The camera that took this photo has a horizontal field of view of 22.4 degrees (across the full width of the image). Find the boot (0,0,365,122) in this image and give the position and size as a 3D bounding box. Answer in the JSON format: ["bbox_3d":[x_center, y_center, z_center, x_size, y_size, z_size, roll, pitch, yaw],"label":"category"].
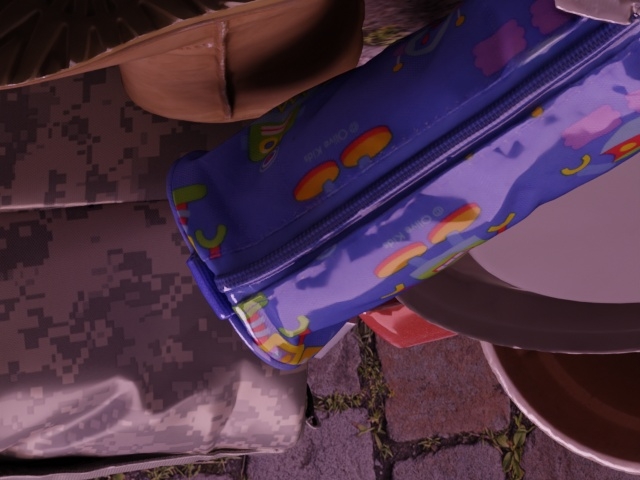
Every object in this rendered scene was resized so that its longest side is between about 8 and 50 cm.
[{"bbox_3d":[-0.088,-0.097,0.744,0.236,0.089,0.269,-6,176,-2],"label":"boot"}]

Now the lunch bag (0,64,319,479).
[{"bbox_3d":[-0.157,0.018,0.956,0.305,0.256,0.212,-4,174,-21],"label":"lunch bag"}]

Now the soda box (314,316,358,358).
[{"bbox_3d":[-0.111,0.021,1.402,0.286,0.091,0.098,13,154,-16],"label":"soda box"}]

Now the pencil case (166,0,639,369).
[{"bbox_3d":[0.067,-0.056,0.731,0.306,0.119,0.133,-32,179,24],"label":"pencil case"}]

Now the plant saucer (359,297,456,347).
[{"bbox_3d":[0.132,0.016,1.291,0.259,0.048,0.258,-12,-166,-8],"label":"plant saucer"}]

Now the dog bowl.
[{"bbox_3d":[0.200,-0.052,0.928,0.348,0.102,0.349,-4,152,-2],"label":"dog bowl"}]

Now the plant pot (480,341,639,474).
[{"bbox_3d":[0.354,0.020,1.545,0.334,0.334,0.305,-10,-175,31],"label":"plant pot"}]
